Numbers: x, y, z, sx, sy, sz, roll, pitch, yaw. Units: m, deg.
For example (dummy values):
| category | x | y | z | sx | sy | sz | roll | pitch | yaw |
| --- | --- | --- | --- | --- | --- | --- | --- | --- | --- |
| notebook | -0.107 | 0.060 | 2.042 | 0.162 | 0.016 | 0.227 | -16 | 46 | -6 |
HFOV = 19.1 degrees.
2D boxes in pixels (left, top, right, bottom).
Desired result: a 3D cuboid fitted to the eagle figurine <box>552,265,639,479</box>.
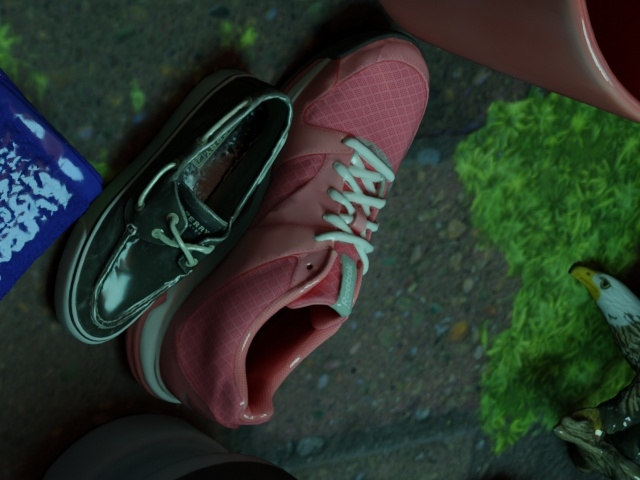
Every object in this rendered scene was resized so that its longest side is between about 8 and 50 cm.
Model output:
| category | x | y | z | sx | sy | sz | roll | pitch | yaw |
| --- | --- | --- | --- | --- | --- | --- | --- | --- | --- |
| eagle figurine | 0.312 | 0.071 | 1.577 | 0.298 | 0.226 | 0.225 | -47 | 111 | -3 |

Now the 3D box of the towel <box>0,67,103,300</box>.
| category | x | y | z | sx | sy | sz | roll | pitch | yaw |
| --- | --- | --- | --- | --- | --- | --- | --- | --- | --- |
| towel | -0.307 | -0.001 | 1.154 | 0.308 | 0.076 | 0.227 | -47 | 124 | -9 |

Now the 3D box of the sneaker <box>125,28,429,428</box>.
| category | x | y | z | sx | sy | sz | roll | pitch | yaw |
| --- | --- | --- | --- | --- | --- | --- | --- | --- | --- |
| sneaker | 0.000 | 0.001 | 1.337 | 0.116 | 0.136 | 0.314 | 36 | 87 | -42 |

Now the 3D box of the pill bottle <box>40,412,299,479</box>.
| category | x | y | z | sx | sy | sz | roll | pitch | yaw |
| --- | --- | --- | --- | --- | --- | --- | --- | --- | --- |
| pill bottle | -0.046 | 0.270 | 1.276 | 0.210 | 0.363 | 0.210 | -17 | 120 | -31 |

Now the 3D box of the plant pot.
| category | x | y | z | sx | sy | sz | roll | pitch | yaw |
| --- | --- | --- | --- | --- | --- | --- | --- | --- | --- |
| plant pot | 0.171 | -0.218 | 1.271 | 0.275 | 0.243 | 0.275 | -10 | 105 | -39 |

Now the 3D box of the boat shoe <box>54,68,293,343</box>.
| category | x | y | z | sx | sy | sz | roll | pitch | yaw |
| --- | --- | --- | --- | --- | --- | --- | --- | --- | --- |
| boat shoe | -0.100 | -0.020 | 1.292 | 0.078 | 0.070 | 0.219 | 37 | 85 | -36 |
